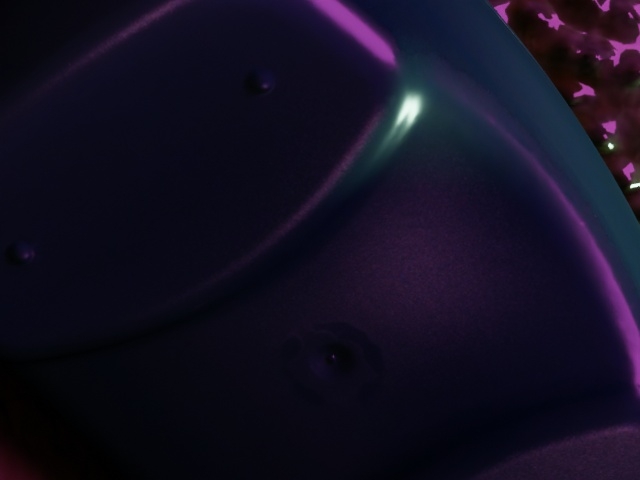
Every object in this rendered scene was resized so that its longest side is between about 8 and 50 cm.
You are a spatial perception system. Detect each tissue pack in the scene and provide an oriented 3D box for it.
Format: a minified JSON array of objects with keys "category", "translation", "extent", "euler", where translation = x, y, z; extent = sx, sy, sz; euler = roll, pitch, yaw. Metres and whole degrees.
[{"category":"tissue pack","translation":[0.000,0.000,0.598],"extent":[0.287,0.198,0.206],"euler":[48,18,-24]}]

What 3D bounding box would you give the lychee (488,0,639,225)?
[{"category":"lychee","translation":[0.089,-0.067,0.801],"extent":[0.274,0.255,0.255],"euler":[-2,64,-32]}]
